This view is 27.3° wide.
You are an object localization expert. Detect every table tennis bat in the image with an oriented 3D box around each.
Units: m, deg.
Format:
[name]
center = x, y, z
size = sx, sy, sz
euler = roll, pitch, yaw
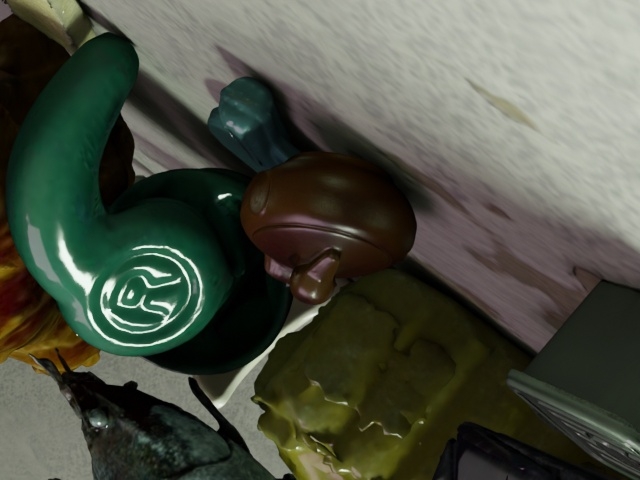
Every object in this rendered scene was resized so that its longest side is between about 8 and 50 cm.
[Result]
[table tennis bat]
center = -0.027, -0.054, 0.824
size = 0.124, 0.033, 0.201
euler = 32, 174, 16

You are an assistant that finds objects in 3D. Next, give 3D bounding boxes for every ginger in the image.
[ginger]
center = -0.245, -0.028, 1.066
size = 0.152, 0.274, 0.357
euler = 25, 176, 20

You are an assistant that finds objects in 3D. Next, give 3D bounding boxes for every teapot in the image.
[teapot]
center = 0.000, 0.000, 0.747
size = 0.098, 0.078, 0.129
euler = 17, 165, -15

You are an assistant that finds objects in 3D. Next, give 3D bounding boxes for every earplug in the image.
[earplug]
center = -0.123, -0.014, 1.017
size = 0.257, 0.164, 0.280
euler = 60, -163, 0

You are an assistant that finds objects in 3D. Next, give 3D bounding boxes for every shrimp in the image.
[shrimp]
center = -0.065, 0.238, 0.990
size = 0.411, 0.166, 0.221
euler = 31, -156, 10

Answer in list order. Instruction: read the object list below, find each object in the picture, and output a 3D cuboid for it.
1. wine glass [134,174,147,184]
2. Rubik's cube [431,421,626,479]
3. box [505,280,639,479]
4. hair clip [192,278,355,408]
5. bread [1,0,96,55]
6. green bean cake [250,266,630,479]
[wine glass]
center = -0.248, -0.063, 1.515
size = 0.122, 0.122, 0.183
euler = 34, 167, 26
[Rubik's cube]
center = 0.194, 0.299, 0.701
size = 0.307, 0.310, 0.305
euler = 24, 175, -16
[box]
center = 0.151, 0.070, 0.596
size = 0.084, 0.069, 0.122
euler = 39, 173, -23
[hair clip]
center = -0.093, 0.045, 1.289
size = 0.282, 0.172, 0.113
euler = 44, 170, 37
[bread]
center = -0.195, -0.172, 0.900
size = 0.068, 0.028, 0.153
euler = 36, 172, 7
[green bean cake]
center = 0.078, 0.169, 1.043
size = 0.285, 0.202, 0.310
euler = 38, 173, 3
